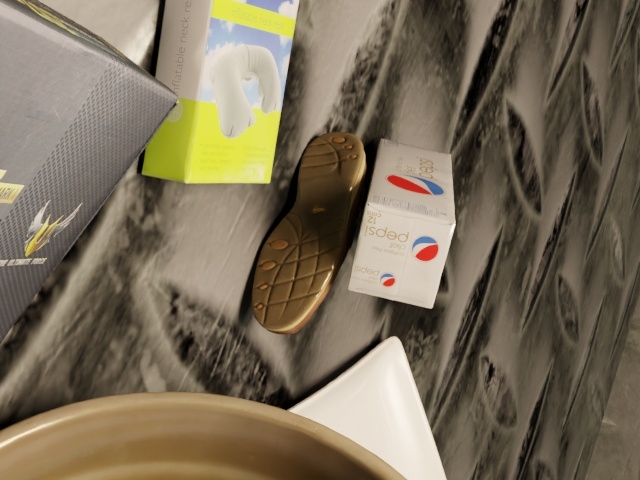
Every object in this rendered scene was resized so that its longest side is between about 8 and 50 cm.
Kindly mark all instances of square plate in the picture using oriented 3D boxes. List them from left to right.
[{"bbox_3d":[0.035,0.298,0.916,0.344,0.049,0.347,-23,96,-58],"label":"square plate"}]

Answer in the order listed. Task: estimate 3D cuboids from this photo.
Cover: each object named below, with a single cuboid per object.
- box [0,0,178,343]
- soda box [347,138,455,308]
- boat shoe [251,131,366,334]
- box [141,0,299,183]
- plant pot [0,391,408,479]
[{"bbox_3d":[-0.154,-0.011,0.372,0.183,0.059,0.233,-53,174,4],"label":"box"},{"bbox_3d":[0.069,-0.022,0.846,0.216,0.069,0.074,-70,172,-70],"label":"soda box"},{"bbox_3d":[0.000,0.000,0.816,0.060,0.064,0.178,60,45,-55],"label":"boat shoe"},{"bbox_3d":[-0.061,-0.128,0.668,0.109,0.042,0.178,-7,108,-62],"label":"box"},{"bbox_3d":[-0.085,0.293,0.559,0.323,0.323,0.280,-45,154,-47],"label":"plant pot"}]
